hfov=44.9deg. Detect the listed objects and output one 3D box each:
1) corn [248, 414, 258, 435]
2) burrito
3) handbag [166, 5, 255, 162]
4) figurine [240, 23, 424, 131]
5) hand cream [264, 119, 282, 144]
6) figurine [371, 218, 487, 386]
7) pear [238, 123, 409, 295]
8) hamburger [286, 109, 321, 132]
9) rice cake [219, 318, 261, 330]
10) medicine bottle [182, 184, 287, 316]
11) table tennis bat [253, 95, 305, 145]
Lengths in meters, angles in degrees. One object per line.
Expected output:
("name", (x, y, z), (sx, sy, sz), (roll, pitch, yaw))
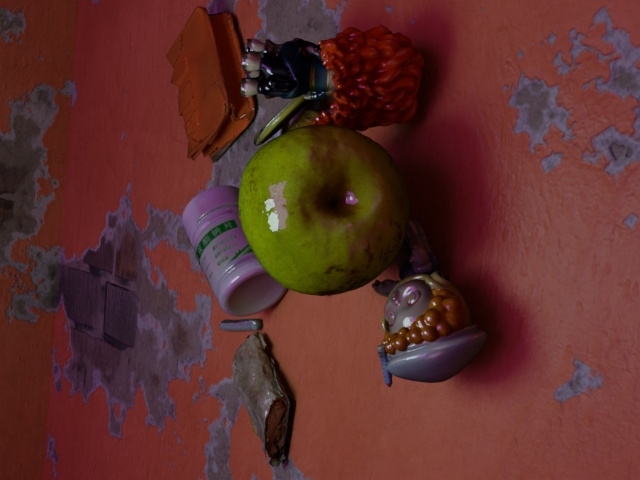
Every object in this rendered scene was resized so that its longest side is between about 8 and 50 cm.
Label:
("corn", (-0.183, 0.522, 2.206), (0.027, 0.028, 0.083), (-59, 43, 38))
("burrito", (-0.155, 0.425, 2.122), (0.348, 0.107, 0.175), (65, 147, 32))
("handbag", (-0.343, -0.482, 2.392), (0.303, 0.116, 0.410), (-38, 59, 47))
("figurine", (0.017, -0.373, 1.737), (0.411, 0.306, 0.241), (13, 104, 26))
("hand cream", (-0.139, -0.212, 2.170), (0.079, 0.048, 0.255), (11, 96, 52))
("figurine", (0.232, 0.116, 1.619), (0.224, 0.205, 0.382), (-32, 43, 42))
("pear", (0.002, -0.065, 1.647), (0.391, 0.391, 0.391), (-4, 85, 51))
("hamburger", (-0.010, -0.222, 1.974), (0.213, 0.108, 0.214), (-10, 76, 47))
("rice cake", (-0.239, 0.248, 2.284), (0.207, 0.033, 0.033), (-9, 91, 51))
("medicine bottle", (-0.239, 0.027, 2.154), (0.212, 0.212, 0.325), (-56, 49, 33))
("table tennis bat", (-0.035, -0.367, 1.972), (0.368, 0.224, 0.054), (-41, 94, 21))
